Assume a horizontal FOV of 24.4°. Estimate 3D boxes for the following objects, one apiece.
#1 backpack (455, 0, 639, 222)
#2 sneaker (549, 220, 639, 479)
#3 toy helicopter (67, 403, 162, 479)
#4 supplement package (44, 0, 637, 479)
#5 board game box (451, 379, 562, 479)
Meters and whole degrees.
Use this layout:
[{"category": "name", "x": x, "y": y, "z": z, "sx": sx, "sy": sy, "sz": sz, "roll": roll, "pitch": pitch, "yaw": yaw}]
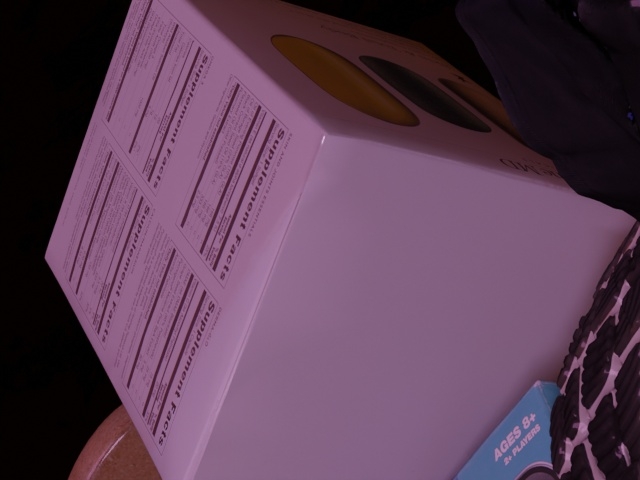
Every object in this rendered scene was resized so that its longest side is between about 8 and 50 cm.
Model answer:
[{"category": "backpack", "x": 0.188, "y": -0.086, "z": 0.442, "sx": 0.276, "sy": 0.263, "sz": 0.213, "roll": 13, "pitch": 92, "yaw": 61}, {"category": "sneaker", "x": 0.162, "y": 0.103, "z": 0.581, "sx": 0.107, "sy": 0.118, "sz": 0.279, "roll": 115, "pitch": 163, "yaw": -53}, {"category": "toy helicopter", "x": -0.116, "y": 0.254, "z": 0.887, "sx": 0.140, "sy": 0.235, "sz": 0.355, "roll": 32, "pitch": 109, "yaw": 58}, {"category": "supplement package", "x": 0.000, "y": 0.000, "z": 0.804, "sx": 0.263, "sy": 0.199, "sz": 0.198, "roll": 48, "pitch": 121, "yaw": 55}, {"category": "board game box", "x": 0.110, "y": 0.272, "z": 0.646, "sx": 0.254, "sy": 0.079, "sz": 0.336, "roll": -56, "pitch": 37, "yaw": 35}]
